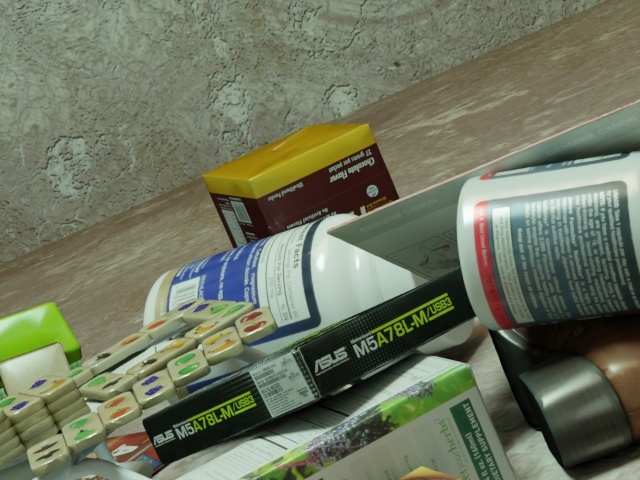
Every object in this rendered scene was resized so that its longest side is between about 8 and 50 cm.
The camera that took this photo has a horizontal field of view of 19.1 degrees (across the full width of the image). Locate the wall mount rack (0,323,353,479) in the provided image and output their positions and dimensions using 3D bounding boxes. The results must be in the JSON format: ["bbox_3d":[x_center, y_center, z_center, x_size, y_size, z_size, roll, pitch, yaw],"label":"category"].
[{"bbox_3d":[-0.120,0.167,1.474,0.304,0.130,0.350,-20,14,33],"label":"wall mount rack"}]

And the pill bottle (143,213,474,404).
[{"bbox_3d":[-0.009,0.065,1.669,0.265,0.153,0.153,-18,12,27],"label":"pill bottle"}]

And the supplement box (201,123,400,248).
[{"bbox_3d":[0.000,0.000,1.856,0.129,0.194,0.191,-26,10,-14],"label":"supplement box"}]

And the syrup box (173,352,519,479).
[{"bbox_3d":[0.000,0.170,1.271,0.237,0.093,0.096,-27,11,-17],"label":"syrup box"}]

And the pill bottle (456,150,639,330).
[{"bbox_3d":[0.190,-0.003,1.270,0.180,0.108,0.108,-8,15,20],"label":"pill bottle"}]

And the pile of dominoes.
[{"bbox_3d":[-0.159,0.095,1.456,0.251,0.040,0.196,-32,15,-27],"label":"pile of dominoes"}]

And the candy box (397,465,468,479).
[{"bbox_3d":[0.020,0.207,1.157,0.187,0.053,0.109,-29,12,-21],"label":"candy box"}]

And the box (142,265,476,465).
[{"bbox_3d":[-0.006,0.090,1.362,0.184,0.045,0.191,-27,0,-43],"label":"box"}]

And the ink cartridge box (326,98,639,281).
[{"bbox_3d":[0.198,-0.027,1.406,0.296,0.261,0.066,-22,52,38],"label":"ink cartridge box"}]

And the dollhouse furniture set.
[{"bbox_3d":[-0.309,0.204,1.868,0.198,0.151,0.301,-19,-20,-11],"label":"dollhouse furniture set"}]

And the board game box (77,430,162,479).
[{"bbox_3d":[-0.255,0.244,1.657,0.145,0.027,0.281,-13,15,42],"label":"board game box"}]

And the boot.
[{"bbox_3d":[0.263,0.041,1.343,0.280,0.096,0.264,-23,10,-1],"label":"boot"}]
